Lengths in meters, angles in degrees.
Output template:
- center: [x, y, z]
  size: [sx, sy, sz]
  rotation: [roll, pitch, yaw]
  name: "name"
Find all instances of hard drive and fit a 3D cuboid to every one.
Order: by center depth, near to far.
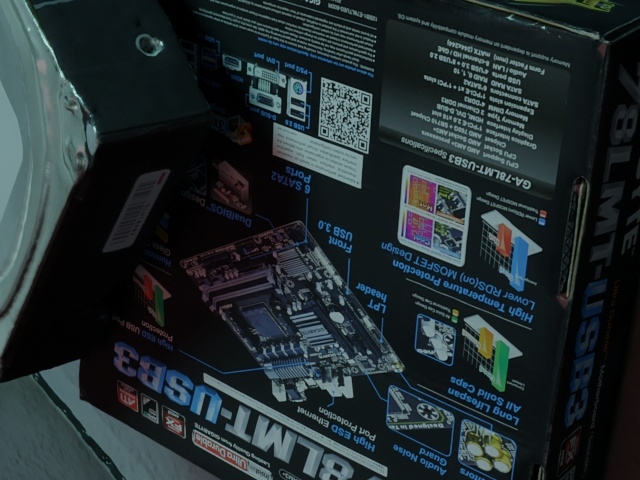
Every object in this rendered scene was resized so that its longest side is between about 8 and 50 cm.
- center: [-0.179, -0.127, 0.623]
  size: [0.339, 0.064, 0.237]
  rotation: [64, 147, 18]
  name: "hard drive"

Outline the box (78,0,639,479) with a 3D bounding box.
- center: [0.000, 0.000, 0.593]
  size: [0.295, 0.073, 0.293]
  rotation: [23, 126, 33]
  name: "box"
